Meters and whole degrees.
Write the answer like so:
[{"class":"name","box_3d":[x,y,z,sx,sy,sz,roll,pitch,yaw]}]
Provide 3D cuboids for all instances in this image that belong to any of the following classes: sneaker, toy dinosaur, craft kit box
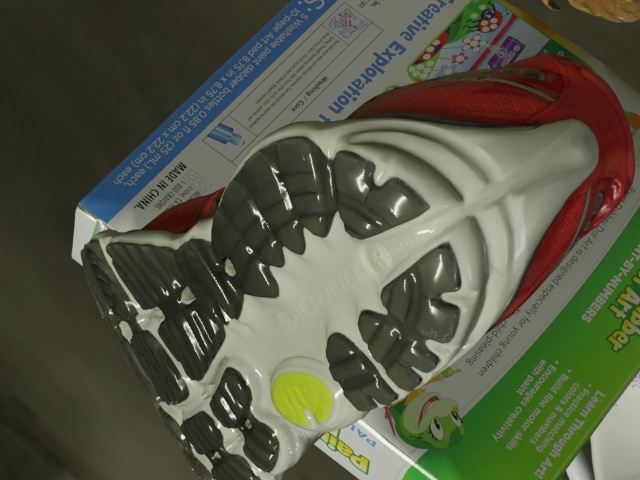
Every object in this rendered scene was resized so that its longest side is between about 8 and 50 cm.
[{"class":"sneaker","box_3d":[0.010,0.012,0.610,0.107,0.118,0.279,61,151,-3]},{"class":"toy dinosaur","box_3d":[0.170,-0.166,1.162,0.112,0.064,0.211,57,164,-26]},{"class":"craft kit box","box_3d":[0.054,-0.010,0.874,0.246,0.250,0.061,36,149,13]}]

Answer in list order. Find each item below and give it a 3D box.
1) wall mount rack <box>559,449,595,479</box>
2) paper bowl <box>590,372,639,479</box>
[{"class":"wall mount rack","box_3d":[0.195,0.212,1.078,0.304,0.130,0.350,-141,33,-71]},{"class":"paper bowl","box_3d":[0.337,0.130,1.529,0.148,0.284,0.284,5,168,-9]}]
